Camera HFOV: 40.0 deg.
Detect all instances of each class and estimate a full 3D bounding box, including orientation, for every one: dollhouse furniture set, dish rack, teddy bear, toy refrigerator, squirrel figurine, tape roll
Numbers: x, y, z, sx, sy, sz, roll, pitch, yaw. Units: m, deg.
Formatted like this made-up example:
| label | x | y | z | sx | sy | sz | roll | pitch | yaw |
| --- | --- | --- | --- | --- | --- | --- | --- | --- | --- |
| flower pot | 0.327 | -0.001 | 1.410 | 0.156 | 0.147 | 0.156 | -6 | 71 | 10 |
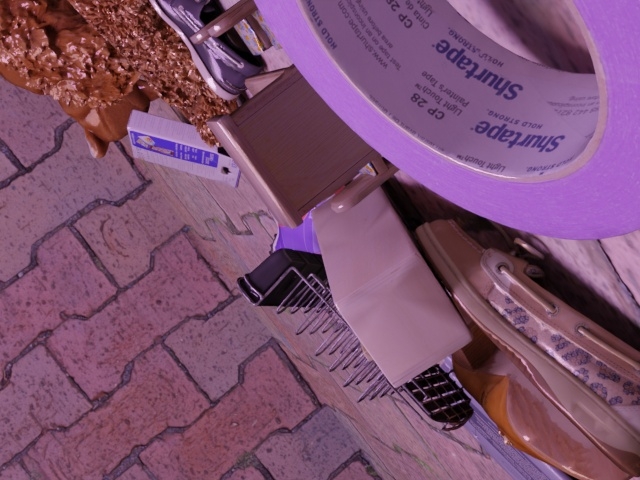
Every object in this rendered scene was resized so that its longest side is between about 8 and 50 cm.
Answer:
| label | x | y | z | sx | sy | sz | roll | pitch | yaw |
| --- | --- | --- | --- | --- | --- | --- | --- | --- | --- |
| dollhouse furniture set | -0.031 | -0.113 | 0.815 | 0.212 | 0.161 | 0.242 | 55 | 167 | -17 |
| dish rack | 0.051 | 0.115 | 0.981 | 0.271 | 0.074 | 0.208 | 46 | -167 | 19 |
| teddy bear | -0.196 | -0.254 | 1.177 | 0.338 | 0.113 | 0.245 | 48 | 180 | -26 |
| toy refrigerator | 0.058 | 0.029 | 0.878 | 0.102 | 0.094 | 0.269 | 55 | -174 | -19 |
| squirrel figurine | -0.439 | -0.309 | 1.497 | 0.370 | 0.281 | 0.397 | 50 | 172 | -28 |
| tape roll | 0.080 | -0.127 | 0.437 | 0.275 | 0.090 | 0.275 | 37 | 162 | 14 |

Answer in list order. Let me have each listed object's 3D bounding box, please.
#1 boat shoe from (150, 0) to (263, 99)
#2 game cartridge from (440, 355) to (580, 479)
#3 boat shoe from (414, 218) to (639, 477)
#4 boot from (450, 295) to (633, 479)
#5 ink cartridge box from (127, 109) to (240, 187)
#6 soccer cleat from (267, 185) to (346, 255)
| label | x | y | z | sx | sy | sz | roll | pitch | yaw |
| --- | --- | --- | --- | --- | --- | --- | --- | --- | --- |
| boat shoe | -0.140 | -0.270 | 1.046 | 0.065 | 0.075 | 0.206 | -29 | 96 | 34 |
| game cartridge | 0.272 | 0.271 | 1.113 | 0.297 | 0.062 | 0.198 | 44 | 170 | 30 |
| boat shoe | 0.194 | 0.070 | 0.761 | 0.285 | 0.089 | 0.104 | 48 | -175 | 28 |
| boot | 0.241 | 0.184 | 0.896 | 0.211 | 0.104 | 0.295 | 53 | 174 | -36 |
| ink cartridge box | -0.241 | -0.163 | 1.598 | 0.208 | 0.045 | 0.206 | 17 | 169 | -6 |
| soccer cleat | 0.000 | 0.000 | 1.188 | 0.116 | 0.108 | 0.318 | 42 | 163 | 19 |
